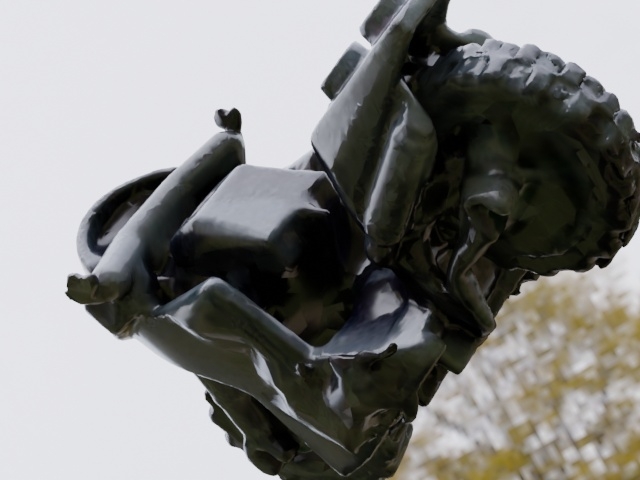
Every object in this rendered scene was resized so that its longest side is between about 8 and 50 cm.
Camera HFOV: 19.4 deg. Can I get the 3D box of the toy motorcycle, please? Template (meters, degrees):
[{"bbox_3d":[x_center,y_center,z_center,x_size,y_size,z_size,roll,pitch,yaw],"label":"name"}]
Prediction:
[{"bbox_3d":[0.000,0.000,0.658,0.106,0.159,0.270,-54,-1,-37],"label":"toy motorcycle"}]
